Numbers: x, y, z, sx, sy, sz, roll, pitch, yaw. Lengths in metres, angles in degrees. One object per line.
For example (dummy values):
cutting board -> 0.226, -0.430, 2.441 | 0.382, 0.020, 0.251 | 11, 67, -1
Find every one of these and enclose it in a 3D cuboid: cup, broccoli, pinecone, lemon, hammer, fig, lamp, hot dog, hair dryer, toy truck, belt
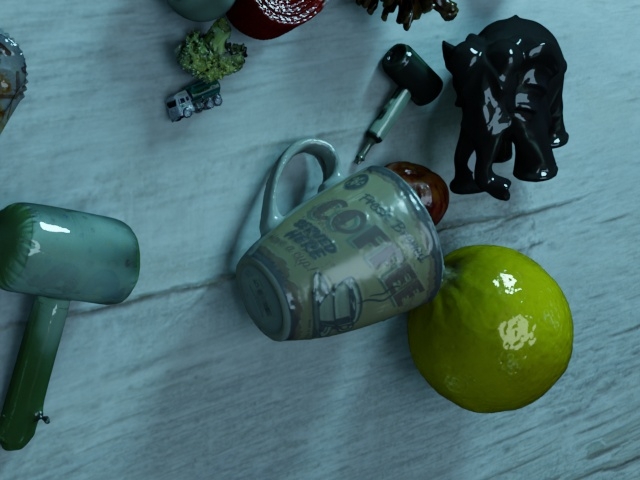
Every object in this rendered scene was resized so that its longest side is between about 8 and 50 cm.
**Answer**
cup -> 0.000, 0.000, 1.974 | 0.257, 0.227, 0.301 | -23, 85, -30
broccoli -> -0.147, -0.262, 1.856 | 0.097, 0.095, 0.092 | 31, 122, -14
pinecone -> 0.123, -0.412, 1.995 | 0.212, 0.168, 0.186 | 41, 87, -24
lemon -> 0.274, 0.144, 2.177 | 0.293, 0.293, 0.293 | -10, 106, -38
hammer -> -0.361, 0.121, 1.756 | 0.206, 0.119, 0.336 | 10, 99, -39
fig -> 0.126, -0.058, 2.116 | 0.128, 0.128, 0.150 | 26, 123, -40
lamp -> -0.161, -0.346, 1.810 | 0.105, 0.105, 0.105 | -10, 106, -38
hot dog -> -0.448, -0.156, 1.642 | 0.131, 0.069, 0.253 | 45, 68, -27
hair dryer -> 0.107, -0.204, 2.108 | 0.100, 0.057, 0.198 | 37, 81, -37
toy truck -> -0.176, -0.197, 1.877 | 0.083, 0.039, 0.044 | -26, 99, -35
belt -> -0.051, -0.373, 1.889 | 0.128, 0.124, 0.201 | 41, 67, -18

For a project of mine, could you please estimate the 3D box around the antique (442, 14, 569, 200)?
antique -> 0.295, -0.227, 2.151 | 0.322, 0.185, 0.255 | -52, 143, -55
